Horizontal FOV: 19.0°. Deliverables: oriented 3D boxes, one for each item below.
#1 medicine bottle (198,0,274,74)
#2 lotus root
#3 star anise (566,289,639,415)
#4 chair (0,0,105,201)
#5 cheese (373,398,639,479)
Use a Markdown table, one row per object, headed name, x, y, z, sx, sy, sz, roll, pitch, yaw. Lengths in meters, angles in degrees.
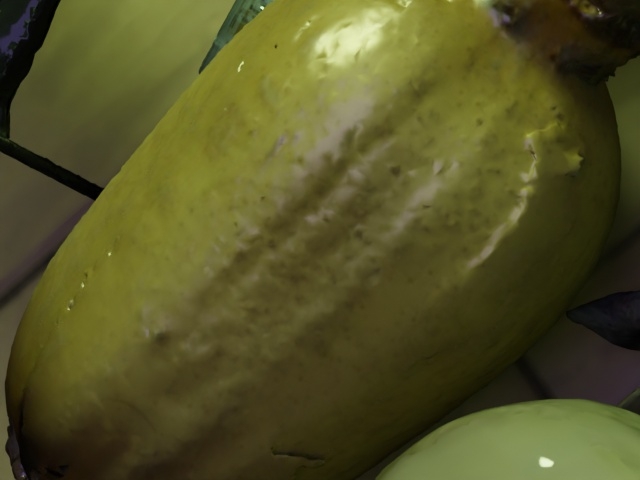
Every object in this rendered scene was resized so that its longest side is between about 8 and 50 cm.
| name | x | y | z | sx | sy | sz | roll | pitch | yaw |
| --- | --- | --- | --- | --- | --- | --- | --- | --- | --- |
| medicine bottle | -0.007 | -0.089 | 0.726 | 0.047 | 0.047 | 0.083 | 33 | 98 | 26 |
| lotus root | 0.002 | 0.001 | 0.664 | 0.146 | 0.131 | 0.303 | 44 | 109 | -5 |
| star anise | 0.182 | 0.044 | 0.601 | 0.197 | 0.073 | 0.212 | 45 | 107 | 26 |
| chair | -0.136 | -0.110 | 0.696 | 0.140 | 0.221 | 0.145 | 30 | 99 | 27 |
| cheese | 0.058 | 0.230 | 0.543 | 0.328 | 0.130 | 0.351 | -60 | 44 | 26 |
